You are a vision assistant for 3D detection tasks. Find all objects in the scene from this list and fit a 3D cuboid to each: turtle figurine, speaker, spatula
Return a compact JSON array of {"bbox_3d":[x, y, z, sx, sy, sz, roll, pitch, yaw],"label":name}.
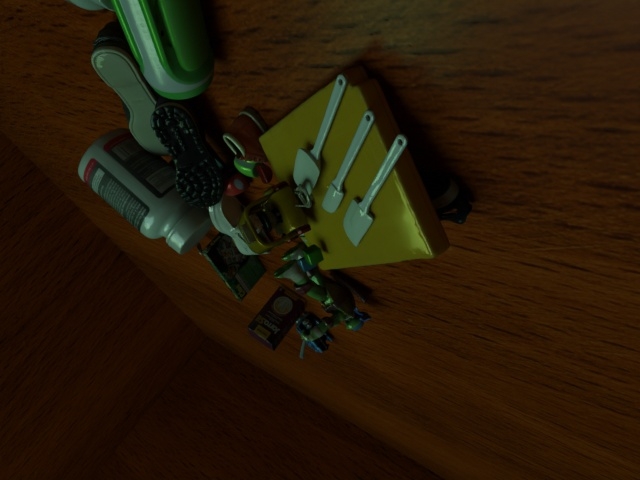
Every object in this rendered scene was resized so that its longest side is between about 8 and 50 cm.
[{"bbox_3d":[-0.031,0.159,1.262,0.266,0.198,0.275,52,148,-17],"label":"turtle figurine"},{"bbox_3d":[-0.239,-0.354,0.713,0.131,0.131,0.296,31,155,15],"label":"speaker"},{"bbox_3d":[0.033,-0.110,0.705,0.168,0.019,0.242,51,150,17],"label":"spatula"}]

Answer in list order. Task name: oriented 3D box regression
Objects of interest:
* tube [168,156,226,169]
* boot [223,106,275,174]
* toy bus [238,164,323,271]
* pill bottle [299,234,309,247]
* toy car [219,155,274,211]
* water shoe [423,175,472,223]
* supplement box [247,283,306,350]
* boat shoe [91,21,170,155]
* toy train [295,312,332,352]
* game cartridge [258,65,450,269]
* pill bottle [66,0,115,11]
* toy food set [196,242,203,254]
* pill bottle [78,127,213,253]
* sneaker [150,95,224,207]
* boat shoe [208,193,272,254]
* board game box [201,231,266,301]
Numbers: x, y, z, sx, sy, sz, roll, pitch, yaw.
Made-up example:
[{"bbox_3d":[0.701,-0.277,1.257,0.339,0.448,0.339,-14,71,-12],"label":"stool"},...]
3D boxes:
[{"bbox_3d":[-0.322,-0.194,1.224,0.207,0.052,0.080,0,150,49],"label":"tube"},{"bbox_3d":[-0.123,-0.169,0.939,0.059,0.084,0.158,4,141,50],"label":"boot"},{"bbox_3d":[-0.094,-0.033,0.885,0.191,0.105,0.202,45,156,43],"label":"toy bus"},{"bbox_3d":[0.000,0.000,1.092,0.065,0.065,0.116,7,141,50],"label":"pill bottle"},{"bbox_3d":[-0.156,-0.137,1.070,0.239,0.053,0.225,29,154,13],"label":"toy car"},{"bbox_3d":[0.153,-0.044,0.787,0.080,0.072,0.203,42,158,-20],"label":"water shoe"},{"bbox_3d":[-0.142,0.255,1.602,0.104,0.188,0.080,31,155,15],"label":"supplement box"},{"bbox_3d":[-0.386,-0.318,1.059,0.112,0.095,0.335,-3,152,3],"label":"boat shoe"},{"bbox_3d":[-0.032,0.329,1.722,0.105,0.080,0.184,22,153,45],"label":"toy train"},{"bbox_3d":[0.036,-0.092,0.789,0.324,0.053,0.285,-12,105,59],"label":"game cartridge"},{"bbox_3d":[-0.399,-0.447,0.782,0.209,0.117,0.117,30,155,19],"label":"pill bottle"},{"bbox_3d":[-0.452,-0.062,1.634,0.218,0.071,0.128,49,178,-18],"label":"toy food set"},{"bbox_3d":[-0.426,-0.117,1.215,0.318,0.176,0.176,42,157,1],"label":"pill bottle"},{"bbox_3d":[-0.278,-0.203,1.064,0.107,0.124,0.283,-8,136,-1],"label":"sneaker"},{"bbox_3d":[-0.197,-0.044,1.266,0.096,0.098,0.277,7,156,21],"label":"boat shoe"},{"bbox_3d":[-0.261,0.067,1.498,0.030,0.136,0.259,21,150,32],"label":"board game box"}]
